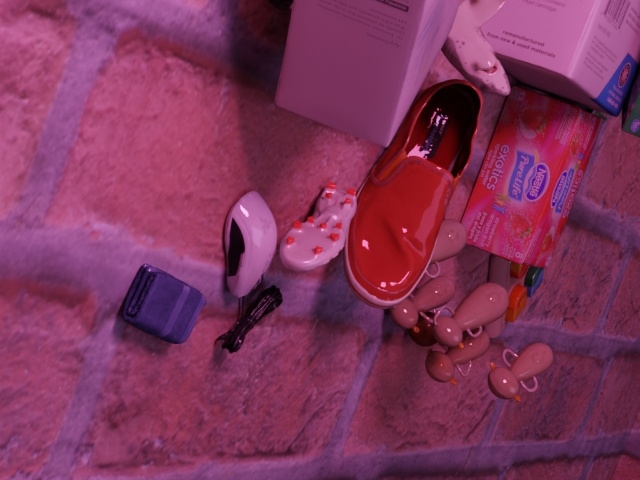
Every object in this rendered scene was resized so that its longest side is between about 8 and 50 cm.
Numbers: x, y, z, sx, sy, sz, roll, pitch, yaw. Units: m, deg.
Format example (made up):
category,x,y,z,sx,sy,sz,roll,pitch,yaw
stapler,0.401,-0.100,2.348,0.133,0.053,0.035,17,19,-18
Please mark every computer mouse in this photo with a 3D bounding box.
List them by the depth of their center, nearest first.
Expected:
category,x,y,z,sx,sy,sz,roll,pitch,yaw
computer mouse,-0.077,0.033,1.637,0.106,0.042,0.193,-40,143,-41

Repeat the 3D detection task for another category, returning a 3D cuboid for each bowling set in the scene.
category,x,y,z,sx,sy,sz,roll,pitch,yaw
bowling set,0.177,0.135,2.054,0.154,0.287,0.200,-29,169,-42

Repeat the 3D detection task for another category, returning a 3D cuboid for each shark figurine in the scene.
category,x,y,z,sx,sy,sz,roll,pitch,yaw
shark figurine,0.178,-0.316,1.813,0.116,0.166,0.278,114,-10,-70

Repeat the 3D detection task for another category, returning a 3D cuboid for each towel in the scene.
category,x,y,z,sx,sy,sz,roll,pitch,yaw
towel,-0.167,0.070,1.513,0.067,0.029,0.119,-64,154,-6

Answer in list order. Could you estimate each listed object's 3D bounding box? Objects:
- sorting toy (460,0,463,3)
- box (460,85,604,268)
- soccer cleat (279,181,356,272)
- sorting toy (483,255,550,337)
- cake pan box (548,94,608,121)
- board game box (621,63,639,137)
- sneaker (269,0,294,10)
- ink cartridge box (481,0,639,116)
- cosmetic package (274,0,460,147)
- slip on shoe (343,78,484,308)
category,x,y,z,sx,sy,sz,roll,pitch,yaw
sorting toy,0.147,-0.357,1.707,0.274,0.046,0.132,-44,122,-27
box,0.324,-0.095,2.193,0.128,0.123,0.257,8,103,-62
soccer cleat,0.000,0.000,1.695,0.196,0.068,0.076,-56,163,-59
sorting toy,0.353,0.048,2.457,0.208,0.038,0.193,-42,145,-40
cake pan box,0.457,-0.307,2.340,0.267,0.070,0.245,-49,146,-32
board game box,0.520,-0.308,2.160,0.317,0.046,0.213,-67,179,-61
sneaker,-0.006,-0.315,1.476,0.075,0.057,0.161,-3,111,-55
ink cartridge box,0.395,-0.407,2.030,0.285,0.166,0.395,16,97,-64
cosmetic package,0.067,-0.261,1.473,0.224,0.138,0.224,105,11,-50
slip on shoe,0.122,-0.069,1.820,0.331,0.123,0.101,-64,-176,-17
